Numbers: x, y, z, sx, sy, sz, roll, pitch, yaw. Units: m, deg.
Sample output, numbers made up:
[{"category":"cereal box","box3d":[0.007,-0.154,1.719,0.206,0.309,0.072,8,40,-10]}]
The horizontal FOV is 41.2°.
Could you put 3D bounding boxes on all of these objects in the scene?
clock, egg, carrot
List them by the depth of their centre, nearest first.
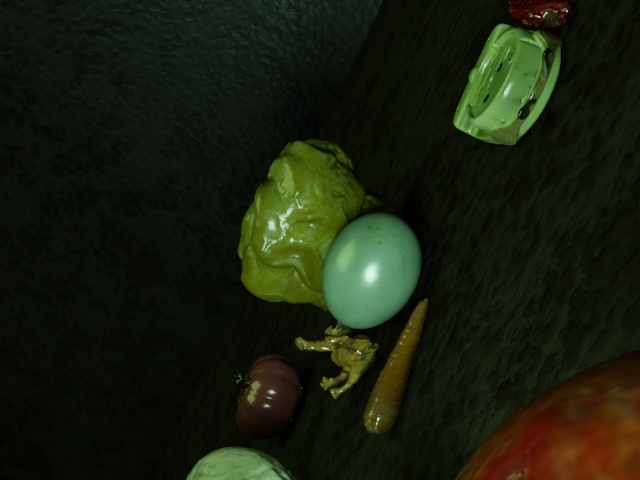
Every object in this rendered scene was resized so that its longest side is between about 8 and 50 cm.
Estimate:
[{"category":"clock","box3d":[0.267,-0.218,1.178,0.232,0.069,0.170,-122,55,-76]},{"category":"carrot","box3d":[0.114,0.177,1.221,0.216,0.048,0.048,-66,10,-20]},{"category":"egg","box3d":[0.079,0.048,1.340,0.192,0.149,0.149,-62,12,11]}]

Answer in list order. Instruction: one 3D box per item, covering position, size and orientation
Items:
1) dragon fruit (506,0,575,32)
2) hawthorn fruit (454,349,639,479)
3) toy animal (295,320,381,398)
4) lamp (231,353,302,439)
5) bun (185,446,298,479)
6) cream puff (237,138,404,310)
[{"category":"dragon fruit","box3d":[0.311,-0.332,1.213,0.131,0.063,0.097,-86,21,-58]},{"category":"hawthorn fruit","box3d":[0.171,0.180,0.379,0.262,0.258,0.258,-47,-5,-41]},{"category":"toy animal","box3d":[0.056,0.183,1.391,0.116,0.114,0.255,-26,3,-19]},{"category":"lamp","box3d":[-0.118,0.322,1.773,0.182,0.140,0.182,-161,90,-81]},{"category":"bun","box3d":[-0.128,0.493,1.253,0.352,0.227,0.349,-69,11,-20]},{"category":"cream puff","box3d":[0.000,-0.004,1.494,0.274,0.270,0.323,-50,-18,-60]}]
